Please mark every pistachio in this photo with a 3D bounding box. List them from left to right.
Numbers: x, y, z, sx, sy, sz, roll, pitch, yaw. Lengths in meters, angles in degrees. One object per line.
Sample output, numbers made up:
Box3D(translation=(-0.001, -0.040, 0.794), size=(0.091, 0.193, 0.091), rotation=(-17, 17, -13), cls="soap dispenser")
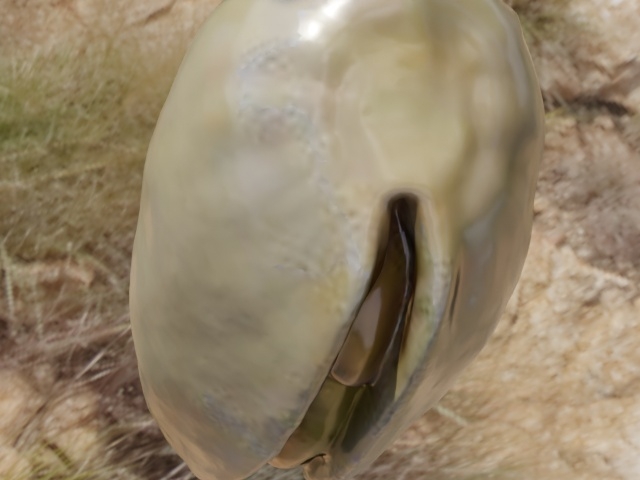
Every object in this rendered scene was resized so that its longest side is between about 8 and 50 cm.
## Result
Box3D(translation=(0.000, 0.000, 0.427), size=(0.126, 0.223, 0.152), rotation=(2, 38, -18), cls="pistachio")
